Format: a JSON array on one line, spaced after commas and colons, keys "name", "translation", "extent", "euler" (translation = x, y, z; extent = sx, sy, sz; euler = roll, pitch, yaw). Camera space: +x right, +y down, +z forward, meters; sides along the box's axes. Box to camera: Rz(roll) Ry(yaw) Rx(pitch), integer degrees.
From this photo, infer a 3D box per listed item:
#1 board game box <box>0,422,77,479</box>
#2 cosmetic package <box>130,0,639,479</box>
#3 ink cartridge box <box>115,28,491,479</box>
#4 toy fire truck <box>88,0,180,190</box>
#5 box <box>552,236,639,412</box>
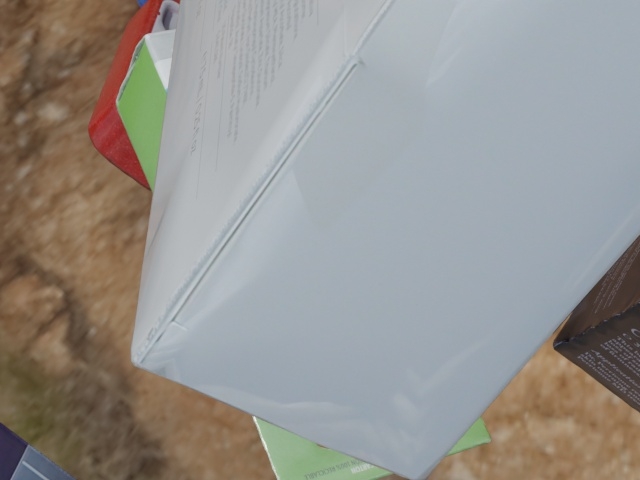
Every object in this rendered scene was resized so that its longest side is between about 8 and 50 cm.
[{"name": "board game box", "translation": [-0.074, 0.120, 0.286], "extent": [0.048, 0.170, 0.141], "euler": [-12, 134, 45]}, {"name": "cosmetic package", "translation": [0.062, -0.161, 0.520], "extent": [0.097, 0.377, 0.284], "euler": [23, 126, -17]}, {"name": "ink cartridge box", "translation": [0.000, 0.000, 0.786], "extent": [0.209, 0.109, 0.062], "euler": [66, 151, 18]}, {"name": "toy fire truck", "translation": [-0.032, -0.094, 1.261], "extent": [0.254, 0.302, 0.169], "euler": [37, 122, -20]}, {"name": "box", "translation": [0.369, 0.076, 1.108], "extent": [0.343, 0.312, 0.179], "euler": [37, 75, -2]}]
